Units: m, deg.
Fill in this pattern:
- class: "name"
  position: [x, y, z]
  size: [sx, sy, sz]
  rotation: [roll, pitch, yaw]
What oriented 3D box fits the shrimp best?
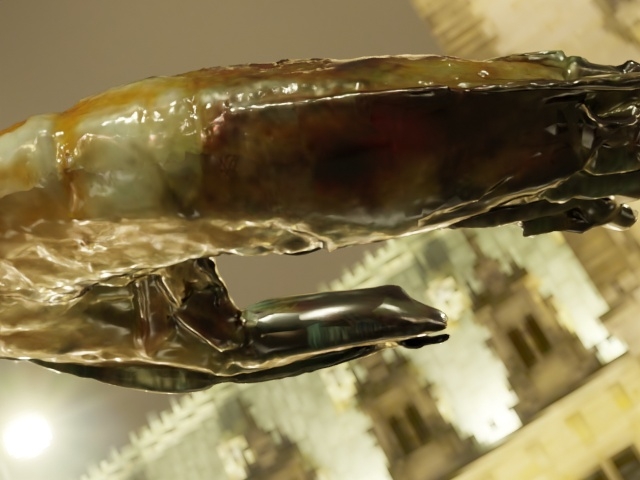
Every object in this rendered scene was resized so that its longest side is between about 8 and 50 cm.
- class: "shrimp"
  position: [0.000, 0.000, 0.730]
  size: [0.365, 0.071, 0.233]
  rotation: [-7, -29, 1]
